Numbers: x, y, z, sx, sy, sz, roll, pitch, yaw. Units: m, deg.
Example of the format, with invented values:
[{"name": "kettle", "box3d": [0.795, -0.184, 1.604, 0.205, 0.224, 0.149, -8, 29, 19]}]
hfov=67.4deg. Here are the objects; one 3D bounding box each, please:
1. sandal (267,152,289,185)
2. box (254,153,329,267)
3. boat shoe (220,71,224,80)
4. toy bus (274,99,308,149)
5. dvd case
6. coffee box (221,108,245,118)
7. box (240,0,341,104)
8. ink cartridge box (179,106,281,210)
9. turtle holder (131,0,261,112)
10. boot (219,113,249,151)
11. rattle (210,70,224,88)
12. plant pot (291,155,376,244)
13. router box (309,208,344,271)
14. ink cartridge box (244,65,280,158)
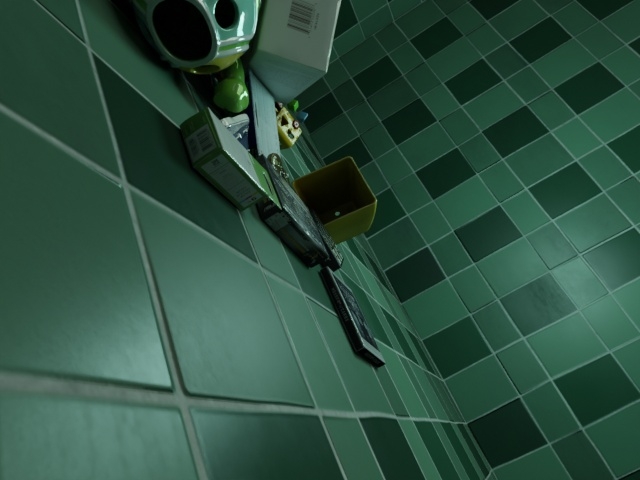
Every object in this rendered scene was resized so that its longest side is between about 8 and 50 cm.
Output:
[{"name": "sandal", "box3d": [-0.112, -0.150, 1.207, 0.180, 0.049, 0.072, 68, 22, -55]}, {"name": "box", "box3d": [-0.077, -0.065, 1.114, 0.231, 0.056, 0.183, 49, 13, -50]}, {"name": "boat shoe", "box3d": [-0.276, -0.514, 1.438, 0.207, 0.073, 0.073, 49, 15, -49]}, {"name": "toy bus", "box3d": [-0.159, -0.396, 1.600, 0.202, 0.104, 0.191, 28, -24, 3]}, {"name": "dvd case", "box3d": [0.083, 0.196, 1.227, 0.179, 0.029, 0.238, 47, 15, -55]}, {"name": "coffee box", "box3d": [-0.214, -0.331, 1.283, 0.113, 0.040, 0.184, 60, 9, -4]}, {"name": "box", "box3d": [-0.097, -0.501, 1.211, 0.168, 0.215, 0.345, 12, 0, -20]}, {"name": "ink cartridge box", "box3d": [-0.156, -0.127, 0.865, 0.209, 0.062, 0.109, 46, 16, -56]}, {"name": "turtle holder", "box3d": [-0.248, -0.425, 0.945, 0.320, 0.243, 0.227, 107, -13, -45]}, {"name": "boot", "box3d": [-0.185, -0.219, 1.038, 0.086, 0.069, 0.190, 64, 16, -13]}, {"name": "rattle", "box3d": [-0.311, -0.462, 1.202, 0.199, 0.143, 0.130, 67, 31, -65]}, {"name": "plant pot", "box3d": [0.056, -0.106, 1.561, 0.187, 0.212, 0.212, 67, -2, -57]}, {"name": "router box", "box3d": [0.000, 0.000, 1.358, 0.179, 0.046, 0.133, 58, 9, -4]}, {"name": "ink cartridge box", "box3d": [-0.156, -0.292, 1.215, 0.224, 0.045, 0.223, 19, 64, -80]}]
